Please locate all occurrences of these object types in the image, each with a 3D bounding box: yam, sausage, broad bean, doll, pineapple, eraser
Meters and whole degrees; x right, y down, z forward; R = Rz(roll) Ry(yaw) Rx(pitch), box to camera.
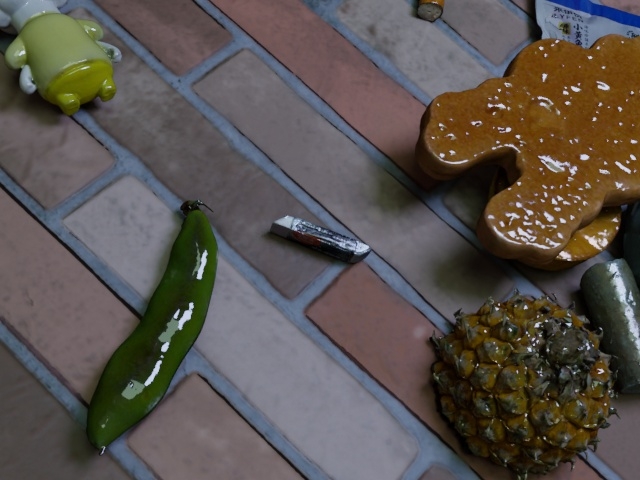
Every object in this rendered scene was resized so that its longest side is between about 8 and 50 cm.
[{"bbox_3d":[0.302,0.087,0.873,0.054,0.054,0.132,-7,68,-18],"label":"yam"},{"bbox_3d":[0.135,-0.311,1.045,0.031,0.031,0.107,14,61,-7],"label":"sausage"},{"bbox_3d":[-0.136,0.072,0.769,0.065,0.046,0.254,18,59,3],"label":"broad bean"},{"bbox_3d":[-0.266,-0.197,0.864,0.106,0.062,0.162,-27,73,-29],"label":"doll"},{"bbox_3d":[0.197,0.115,0.782,0.161,0.137,0.176,-14,67,-21],"label":"pineapple"},{"bbox_3d":[0.000,0.000,0.852,0.099,0.027,0.019,22,62,-4],"label":"eraser"}]

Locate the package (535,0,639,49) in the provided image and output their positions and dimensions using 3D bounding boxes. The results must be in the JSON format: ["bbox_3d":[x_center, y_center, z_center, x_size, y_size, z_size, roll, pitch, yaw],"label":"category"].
[{"bbox_3d":[0.333,-0.222,1.053,0.171,0.027,0.173,13,65,-9],"label":"package"}]

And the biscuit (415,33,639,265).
[{"bbox_3d":[0.252,-0.111,0.896,0.334,0.047,0.202,-32,74,-24],"label":"biscuit"}]

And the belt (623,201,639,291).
[{"bbox_3d":[0.442,0.012,0.896,0.258,0.150,0.207,-8,76,-17],"label":"belt"}]

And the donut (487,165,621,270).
[{"bbox_3d":[0.240,-0.038,0.917,0.152,0.058,0.152,6,63,-11],"label":"donut"}]
